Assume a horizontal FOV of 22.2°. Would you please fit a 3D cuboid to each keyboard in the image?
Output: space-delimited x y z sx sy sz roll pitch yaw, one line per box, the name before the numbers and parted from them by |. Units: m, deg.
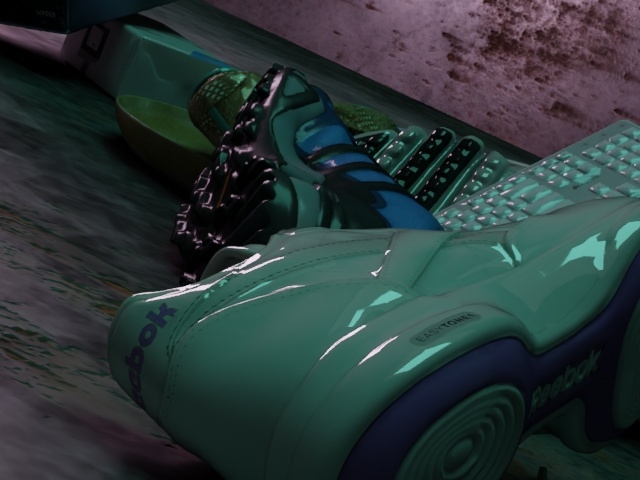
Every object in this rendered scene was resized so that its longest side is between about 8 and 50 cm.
keyboard | 0.103 -0.008 0.926 0.256 0.014 0.072 -26 31 -25

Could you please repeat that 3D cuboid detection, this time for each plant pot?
plant pot | -0.042 -0.043 1.170 0.236 0.032 0.236 24 9 -4

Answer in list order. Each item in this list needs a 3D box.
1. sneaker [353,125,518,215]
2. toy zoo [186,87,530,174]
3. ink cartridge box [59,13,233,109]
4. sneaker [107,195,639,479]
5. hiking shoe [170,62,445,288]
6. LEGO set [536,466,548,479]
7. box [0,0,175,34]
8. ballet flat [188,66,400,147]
sneaker | 0.114 0.019 1.004 0.292 0.118 0.110 24 49 28
toy zoo | 0.057 -0.073 1.357 0.293 0.030 0.192 19 10 34
ink cartridge box | -0.160 -0.162 1.454 0.104 0.060 0.180 17 12 -34
sneaker | 0.046 0.025 0.647 0.152 0.114 0.305 24 20 30
hiking shoe | 0.000 0.000 0.859 0.132 0.113 0.304 30 17 -12
LEGO set | 0.119 0.125 0.673 0.083 0.023 0.054 40 15 13
box | -0.195 -0.358 1.414 0.183 0.296 0.294 13 24 27
ballet flat | -0.008 -0.061 1.110 0.206 0.073 0.067 9 44 -49
